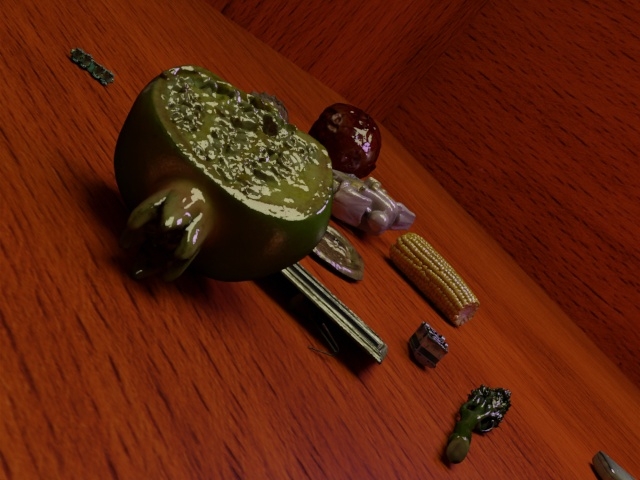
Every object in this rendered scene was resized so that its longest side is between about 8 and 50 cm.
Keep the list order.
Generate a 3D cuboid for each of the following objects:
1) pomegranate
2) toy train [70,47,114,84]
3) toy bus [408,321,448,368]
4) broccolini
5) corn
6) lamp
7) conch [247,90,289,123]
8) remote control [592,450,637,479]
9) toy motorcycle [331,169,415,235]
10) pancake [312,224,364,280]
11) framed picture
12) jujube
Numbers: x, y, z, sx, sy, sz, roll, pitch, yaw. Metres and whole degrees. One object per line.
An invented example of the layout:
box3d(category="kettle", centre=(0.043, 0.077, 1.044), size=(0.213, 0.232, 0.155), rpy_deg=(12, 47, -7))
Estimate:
box3d(category="pomegranate", centre=(-0.157, -0.053, 1.420), size=(0.310, 0.216, 0.358), rpy_deg=(41, 43, -3))
box3d(category="toy train", centre=(-0.411, -0.316, 1.922), size=(0.092, 0.029, 0.045), rpy_deg=(37, 5, -12))
box3d(category="toy bus", centre=(0.193, 0.190, 1.921), size=(0.052, 0.058, 0.102), rpy_deg=(39, 8, -7))
box3d(category="broccolini", centre=(0.263, 0.294, 1.731), size=(0.079, 0.074, 0.392), rpy_deg=(36, 10, 8))
box3d(category="corn", centre=(0.256, 0.083, 2.399), size=(0.244, 0.093, 0.093), rpy_deg=(47, 14, 20))
box3d(category="lamp", centre=(-0.009, 0.127, 1.596), size=(0.054, 0.041, 0.121), rpy_deg=(44, 6, -29))
box3d(category="conch", centre=(-0.152, -0.271, 2.449), size=(0.155, 0.130, 0.207), rpy_deg=(8, 41, 0))
box3d(category="remote control", centre=(0.657, 0.527, 2.202), size=(0.233, 0.038, 0.098), rpy_deg=(39, 13, -14))
box3d(category="toy motorcycle", centre=(0.097, -0.085, 2.456), size=(0.223, 0.108, 0.340), rpy_deg=(39, 16, 34))
box3d(category="pancake", centre=(0.000, 0.000, 2.068), size=(0.235, 0.029, 0.212), rpy_deg=(29, 19, -39))
box3d(category="framed picture", centre=(-0.002, 0.086, 1.703), size=(0.293, 0.018, 0.231), rpy_deg=(42, 3, 5))
box3d(category="jujube", centre=(0.064, -0.259, 2.779), size=(0.197, 0.197, 0.290), rpy_deg=(37, 12, -20))
